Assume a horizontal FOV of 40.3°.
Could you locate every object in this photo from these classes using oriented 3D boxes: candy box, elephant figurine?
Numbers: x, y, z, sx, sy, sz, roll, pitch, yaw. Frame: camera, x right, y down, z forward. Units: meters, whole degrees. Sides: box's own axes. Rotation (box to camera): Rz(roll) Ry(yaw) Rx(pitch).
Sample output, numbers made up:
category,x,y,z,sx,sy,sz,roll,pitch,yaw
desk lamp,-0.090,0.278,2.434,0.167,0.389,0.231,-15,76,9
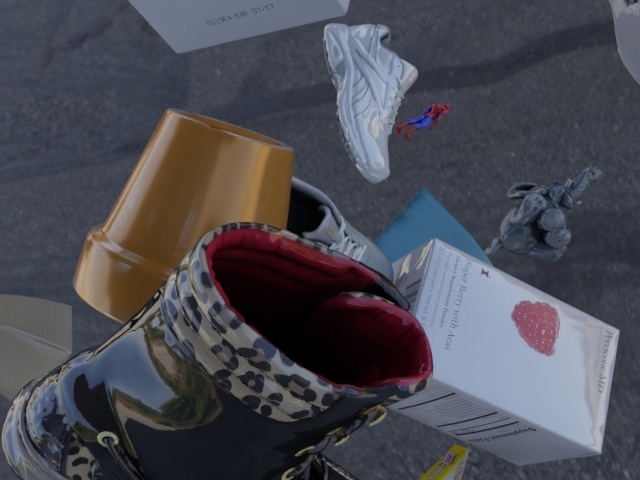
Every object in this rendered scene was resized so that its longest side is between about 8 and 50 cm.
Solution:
category,x,y,z,sx,sy,sz,roll,pitch,yaw
candy box,0.143,0.334,1.109,0.027,0.206,0.105,14,96,22
elephant figurine,0.495,-0.067,1.926,0.186,0.169,0.239,19,39,13

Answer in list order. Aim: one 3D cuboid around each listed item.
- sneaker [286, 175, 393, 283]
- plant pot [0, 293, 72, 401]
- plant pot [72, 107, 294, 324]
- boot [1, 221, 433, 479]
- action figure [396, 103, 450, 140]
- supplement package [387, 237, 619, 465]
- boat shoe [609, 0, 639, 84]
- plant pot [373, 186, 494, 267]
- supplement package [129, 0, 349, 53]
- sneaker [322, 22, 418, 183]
category,x,y,z,sx,sy,sz,roll,pitch,yaw
sneaker,0.000,0.000,1.035,0.121,0.262,0.099,5,66,59
plant pot,-0.389,0.132,1.118,0.109,0.096,0.109,-52,30,16
plant pot,-0.113,-0.020,0.846,0.205,0.205,0.188,25,101,33
boot,-0.019,0.153,0.670,0.284,0.377,0.138,-43,23,37
action figure,0.184,-0.211,1.528,0.115,0.030,0.038,-34,47,-23
supplement package,0.208,0.153,1.134,0.175,0.293,0.178,-37,31,60
boat shoe,0.556,-0.418,1.441,0.158,0.341,0.127,-42,26,-26
plant pot,0.203,0.059,1.580,0.234,0.166,0.165,42,74,3
supplement package,-0.048,-0.267,0.565,0.139,0.134,0.244,-6,58,30
sneaker,0.074,-0.189,1.131,0.115,0.090,0.232,-11,74,3
